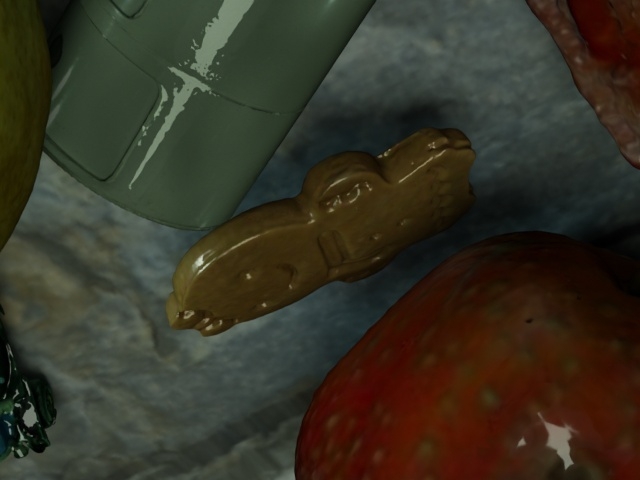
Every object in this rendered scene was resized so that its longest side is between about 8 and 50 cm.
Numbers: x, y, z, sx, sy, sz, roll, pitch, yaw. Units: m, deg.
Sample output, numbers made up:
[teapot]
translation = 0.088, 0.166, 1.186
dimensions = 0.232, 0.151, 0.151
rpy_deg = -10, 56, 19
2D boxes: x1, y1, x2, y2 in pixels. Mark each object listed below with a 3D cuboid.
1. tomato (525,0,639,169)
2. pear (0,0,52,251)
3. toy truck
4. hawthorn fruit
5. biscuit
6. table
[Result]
[tomato]
translation = 0.217, -0.170, 0.622
dimensions = 0.170, 0.309, 0.309
rpy_deg = -28, 125, -25
[pear]
translation = -0.276, -0.073, 0.556
dimensions = 0.304, 0.304, 0.303
rpy_deg = -3, 121, -5
[toy truck]
translation = -0.210, 0.069, 0.783
dimensions = 0.080, 0.078, 0.154
rpy_deg = -14, 121, 1
[hawthorn fruit]
translation = 0.127, 0.121, 0.749
dimensions = 0.275, 0.275, 0.299
rpy_deg = 20, 107, -17
[biscuit]
translation = 0.003, -0.002, 0.750
dimensions = 0.184, 0.027, 0.133
rpy_deg = -20, 156, -14
[table]
translation = -0.039, -0.125, 0.656
dimensions = 0.126, 0.126, 0.220
rpy_deg = 28, 114, -20
